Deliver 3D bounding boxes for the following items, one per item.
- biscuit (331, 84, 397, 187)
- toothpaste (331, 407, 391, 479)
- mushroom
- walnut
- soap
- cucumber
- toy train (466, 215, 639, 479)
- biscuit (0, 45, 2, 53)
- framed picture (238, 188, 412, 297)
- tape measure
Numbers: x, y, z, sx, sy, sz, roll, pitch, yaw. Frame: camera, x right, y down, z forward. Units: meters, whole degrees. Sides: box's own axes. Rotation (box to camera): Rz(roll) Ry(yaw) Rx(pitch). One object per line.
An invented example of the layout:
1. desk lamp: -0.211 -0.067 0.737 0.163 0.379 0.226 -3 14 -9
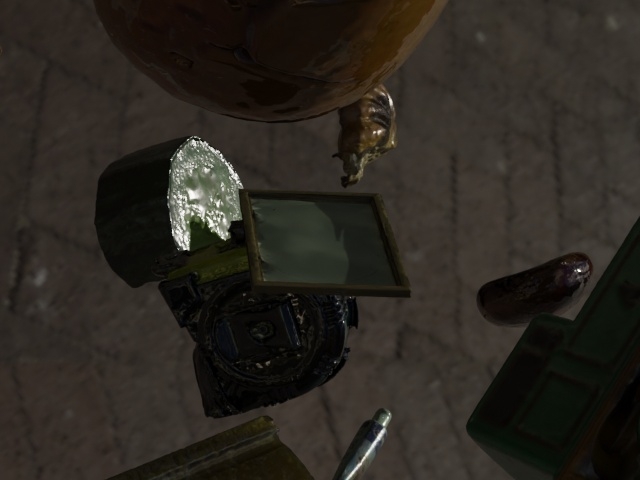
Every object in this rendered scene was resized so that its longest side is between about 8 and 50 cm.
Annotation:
1. biscuit: 0.048 -0.120 1.756 0.183 0.061 0.118 41 51 -83
2. toothpaste: 0.042 0.291 2.184 0.037 0.062 0.216 20 41 16
3. mushroom: 0.207 0.052 1.610 0.123 0.123 0.052 -2 68 -46
4. walnut: -0.016 -0.174 0.843 0.203 0.298 0.203 7 62 -13
5. soap: -0.115 0.184 1.012 0.252 0.037 0.092 -18 48 -28
6. cucumber: -0.187 -0.040 2.171 0.191 0.130 0.191 16 70 -51
7. toy train: 0.281 0.088 1.254 0.178 0.249 0.429 44 74 -36
8. biscuit: -0.428 -0.187 1.956 0.119 0.019 0.130 0 86 -16
9. framed picture: 0.000 0.000 1.505 0.136 0.010 0.201 2 25 -7
10. tape measure: -0.059 0.076 1.747 0.112 0.186 0.199 -79 149 -72
